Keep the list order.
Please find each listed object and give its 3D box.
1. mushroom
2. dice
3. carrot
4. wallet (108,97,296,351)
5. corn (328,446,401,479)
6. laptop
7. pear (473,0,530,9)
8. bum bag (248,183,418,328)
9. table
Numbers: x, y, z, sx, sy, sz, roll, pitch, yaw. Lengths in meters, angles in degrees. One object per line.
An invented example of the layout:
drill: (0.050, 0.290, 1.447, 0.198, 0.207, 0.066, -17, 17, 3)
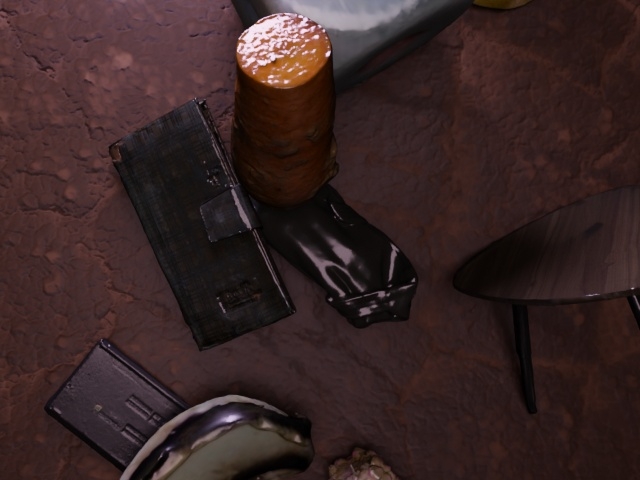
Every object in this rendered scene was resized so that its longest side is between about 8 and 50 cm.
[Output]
mushroom: (-0.162, 0.356, 0.972, 0.247, 0.130, 0.344, 31, 90, -30)
dice: (0.025, -0.350, 0.907, 0.264, 0.268, 0.263, -31, 93, -4)
carrot: (-0.046, -0.128, 0.835, 0.138, 0.302, 0.139, -1, 68, 1)
wallet: (-0.164, -0.016, 0.972, 0.168, 0.044, 0.317, -23, 91, 22)
corn: (0.131, 0.445, 1.005, 0.126, 0.126, 0.335, -31, 90, -5)
laptop: (-0.275, 0.248, 1.007, 0.197, 0.016, 0.135, 40, 88, -5)
pear: (0.260, -0.470, 0.978, 0.266, 0.178, 0.267, 0, 88, -9)
bum bag: (0.000, 0.000, 0.999, 0.142, 0.080, 0.326, -44, 82, -11)
table: (0.372, 0.116, 0.987, 0.317, 0.317, 0.249, -26, 107, -5)
